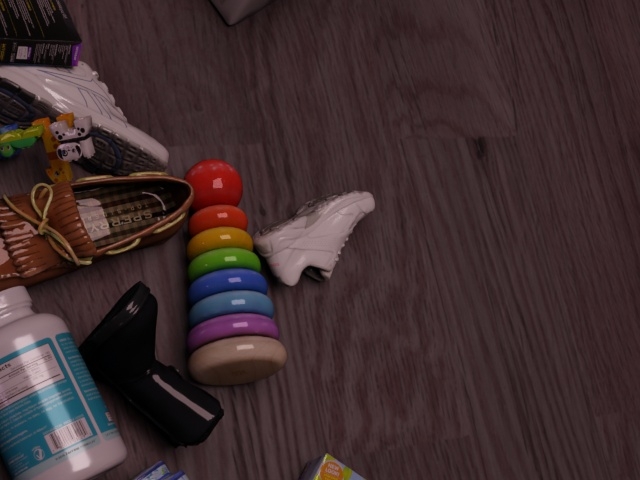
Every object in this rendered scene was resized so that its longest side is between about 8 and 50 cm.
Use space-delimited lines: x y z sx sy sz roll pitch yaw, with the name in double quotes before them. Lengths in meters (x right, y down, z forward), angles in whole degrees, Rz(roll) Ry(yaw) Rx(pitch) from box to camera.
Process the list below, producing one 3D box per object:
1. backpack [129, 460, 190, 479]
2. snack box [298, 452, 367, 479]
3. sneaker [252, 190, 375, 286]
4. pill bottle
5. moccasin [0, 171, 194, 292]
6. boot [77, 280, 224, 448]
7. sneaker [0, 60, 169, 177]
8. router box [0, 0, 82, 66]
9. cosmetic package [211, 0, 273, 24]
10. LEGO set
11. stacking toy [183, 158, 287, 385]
"backpack" -0.218 0.342 1.765 0.105 0.114 0.084 -34 88 -33
"snack box" 0.041 0.430 1.894 0.207 0.070 0.174 37 58 -12
"sneaker" 0.000 0.000 2.048 0.232 0.090 0.115 -29 104 -35
"pill bottle" -0.365 0.195 1.727 0.146 0.146 0.264 -22 82 -33
"moccasin" -0.345 -0.016 1.821 0.380 0.147 0.139 -9 75 -30
"boot" -0.208 0.170 1.765 0.207 0.246 0.094 39 57 -6
"sneaker" -0.340 -0.193 1.924 0.297 0.111 0.129 32 51 -15
"router box" -0.426 -0.316 1.912 0.133 0.046 0.179 -1 41 -27
"cosmetic package" -0.087 -0.624 2.093 0.327 0.329 0.394 -37 91 -33
"LEGO set" -0.394 -0.113 1.846 0.087 0.227 0.093 -54 132 -66
"stacking toy" -0.140 0.033 1.927 0.141 0.141 0.330 1 66 -27
